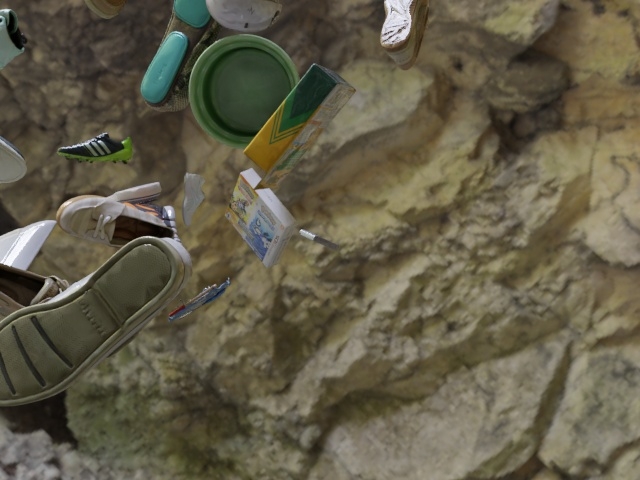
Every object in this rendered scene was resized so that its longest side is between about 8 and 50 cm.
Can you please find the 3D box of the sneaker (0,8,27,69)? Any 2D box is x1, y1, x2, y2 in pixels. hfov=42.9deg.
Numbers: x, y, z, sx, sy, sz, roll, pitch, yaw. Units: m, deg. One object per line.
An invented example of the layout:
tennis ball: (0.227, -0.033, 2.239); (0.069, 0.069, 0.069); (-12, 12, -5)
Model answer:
sneaker: (-0.728, -0.486, 1.737); (0.256, 0.151, 0.094); (63, 12, -7)

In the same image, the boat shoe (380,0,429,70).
boat shoe: (0.247, -0.631, 2.306); (0.122, 0.341, 0.110); (-1, -33, 31)

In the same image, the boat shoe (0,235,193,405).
boat shoe: (-0.280, 0.104, 0.987); (0.113, 0.302, 0.103); (60, 7, 7)

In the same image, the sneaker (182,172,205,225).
sneaker: (-0.354, -0.111, 2.271); (0.061, 0.152, 0.053); (4, 18, -17)

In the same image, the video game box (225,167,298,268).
video game box: (-0.160, -0.057, 2.163); (0.205, 0.048, 0.187); (49, -41, 19)

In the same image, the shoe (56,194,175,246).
shoe: (-0.342, -0.028, 1.386); (0.058, 0.076, 0.219); (21, 7, 40)

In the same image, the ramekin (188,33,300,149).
ramekin: (-0.199, -0.409, 2.243); (0.303, 0.303, 0.148); (46, 10, -8)

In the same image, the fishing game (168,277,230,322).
fishing game: (-0.313, 0.148, 2.088); (0.041, 0.189, 0.264); (57, -4, 4)

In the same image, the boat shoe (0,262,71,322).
boat shoe: (-0.500, 0.119, 1.502); (0.302, 0.109, 0.098); (21, -43, -4)

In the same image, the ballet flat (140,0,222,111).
ballet flat: (-0.338, -0.573, 2.241); (0.164, 0.482, 0.182); (36, 20, 24)

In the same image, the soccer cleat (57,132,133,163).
soccer cleat: (-0.550, -0.227, 1.995); (0.179, 0.072, 0.060); (1, -4, -12)

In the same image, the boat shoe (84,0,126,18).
boat shoe: (-0.326, -0.517, 1.406); (0.089, 0.285, 0.104); (4, -18, 41)

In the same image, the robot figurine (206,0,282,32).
robot figurine: (-0.151, -0.587, 1.739); (0.174, 0.278, 0.209); (12, 11, 25)

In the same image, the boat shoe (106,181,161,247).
boat shoe: (-0.547, -0.070, 2.386); (0.340, 0.127, 0.158); (-9, -83, 55)

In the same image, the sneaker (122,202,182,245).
sneaker: (-0.452, 0.016, 2.054); (0.180, 0.124, 0.321); (7, 31, -23)

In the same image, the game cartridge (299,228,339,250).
game cartridge: (0.000, 0.000, 1.734); (0.056, 0.017, 0.083); (29, 4, 43)

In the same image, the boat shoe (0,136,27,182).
boat shoe: (-0.689, -0.211, 1.500); (0.319, 0.116, 0.099); (26, 35, -35)

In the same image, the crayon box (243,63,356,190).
crayon box: (-0.063, -0.272, 1.986); (0.083, 0.323, 0.203); (41, 13, 7)

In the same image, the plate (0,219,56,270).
plate: (-0.715, 0.076, 1.727); (0.045, 0.278, 0.277); (49, 39, -31)
